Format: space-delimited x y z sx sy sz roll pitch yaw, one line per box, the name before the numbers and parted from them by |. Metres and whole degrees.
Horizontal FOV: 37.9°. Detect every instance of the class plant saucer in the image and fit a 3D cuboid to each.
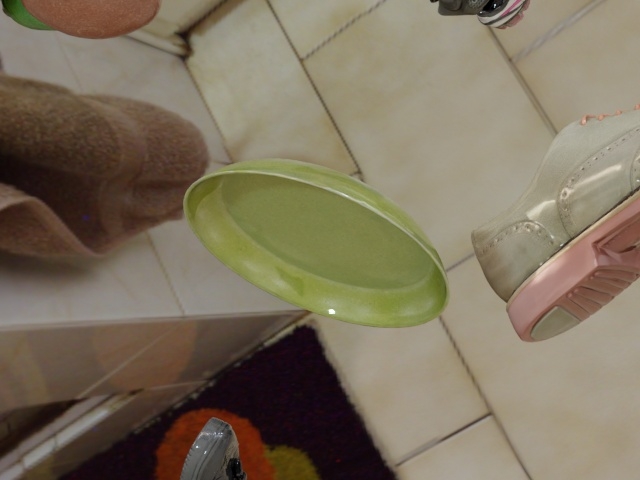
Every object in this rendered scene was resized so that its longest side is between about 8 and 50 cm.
plant saucer | 0.000 0.000 0.800 0.241 0.241 0.037 9 61 28

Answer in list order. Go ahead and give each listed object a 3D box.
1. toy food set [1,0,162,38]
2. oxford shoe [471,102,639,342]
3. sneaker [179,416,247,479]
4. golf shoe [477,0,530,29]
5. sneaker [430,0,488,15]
toy food set | -0.119 -0.109 0.351 0.218 0.128 0.071 -9 80 42
oxford shoe | 0.288 -0.082 0.838 0.397 0.140 0.146 -45 57 21
sneaker | -0.046 0.193 0.612 0.089 0.051 0.170 20 126 14
golf shoe | 0.282 -0.379 1.296 0.067 0.086 0.186 40 114 24
sneaker | 0.145 -0.330 1.058 0.087 0.227 0.130 22 100 43
